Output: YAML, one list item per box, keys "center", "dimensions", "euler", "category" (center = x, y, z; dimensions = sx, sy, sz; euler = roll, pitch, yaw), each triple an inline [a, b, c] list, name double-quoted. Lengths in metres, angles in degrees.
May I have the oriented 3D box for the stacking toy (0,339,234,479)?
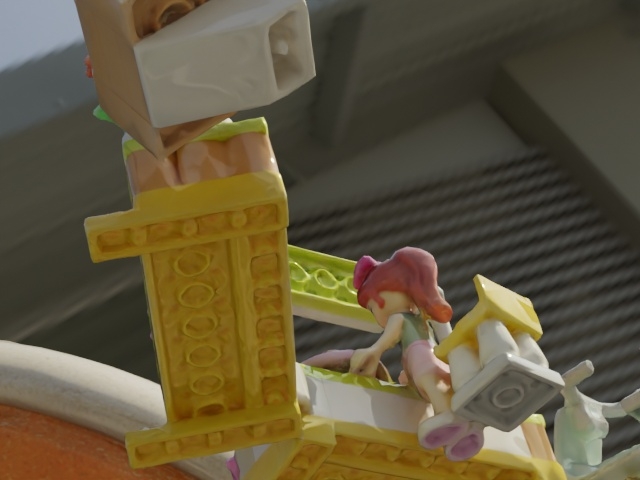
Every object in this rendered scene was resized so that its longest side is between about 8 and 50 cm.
- center: [-0.169, 0.309, 0.689]
  dimensions: [0.350, 0.350, 0.480]
  euler: [94, -161, -47]
  category: "stacking toy"

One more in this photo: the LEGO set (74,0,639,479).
- center: [0.000, 0.000, 0.494]
  dimensions: [0.132, 0.107, 0.287]
  euler: [-35, -45, 19]
  category: "LEGO set"
